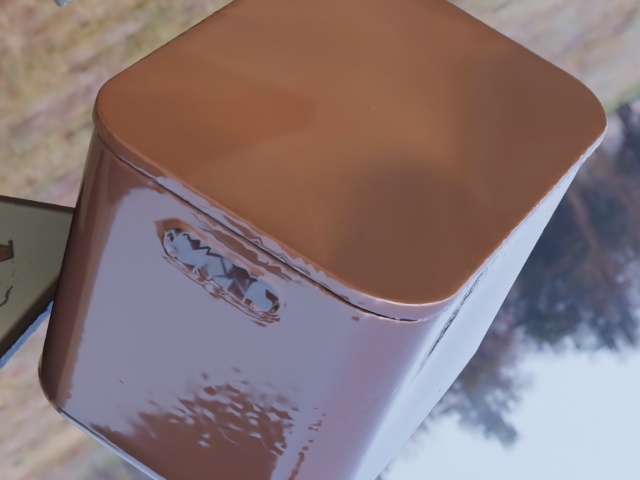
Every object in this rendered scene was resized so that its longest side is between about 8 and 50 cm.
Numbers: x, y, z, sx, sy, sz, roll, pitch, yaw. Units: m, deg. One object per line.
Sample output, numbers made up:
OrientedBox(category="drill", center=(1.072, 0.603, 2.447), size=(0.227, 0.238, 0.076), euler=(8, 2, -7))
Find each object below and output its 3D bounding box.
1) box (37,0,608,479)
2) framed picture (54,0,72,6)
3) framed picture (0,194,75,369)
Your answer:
OrientedBox(category="box", center=(0.000, 0.000, 1.144), size=(0.339, 0.239, 0.229), euler=(-43, 160, -51))
OrientedBox(category="framed picture", center=(-0.105, -0.295, 1.043), size=(0.335, 0.247, 0.022), euler=(-35, 175, -40))
OrientedBox(category="framed picture", center=(-0.334, 0.031, 1.252), size=(0.323, 0.013, 0.244), euler=(9, -140, 26))
